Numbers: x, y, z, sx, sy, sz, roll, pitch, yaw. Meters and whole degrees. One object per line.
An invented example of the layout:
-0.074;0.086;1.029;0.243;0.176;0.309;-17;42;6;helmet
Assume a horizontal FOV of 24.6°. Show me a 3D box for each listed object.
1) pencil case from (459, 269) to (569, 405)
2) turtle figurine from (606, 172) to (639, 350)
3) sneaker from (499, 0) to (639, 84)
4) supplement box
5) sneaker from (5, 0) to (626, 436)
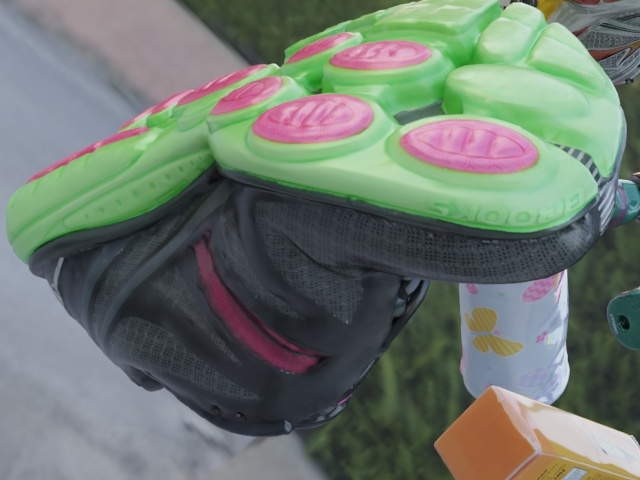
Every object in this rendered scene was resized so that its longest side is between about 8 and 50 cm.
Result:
0.203;0.057;1.504;0.113;0.124;0.273;25;-35;29;pencil case
0.263;-0.019;0.880;0.175;0.234;0.118;58;-28;28;turtle figurine
0.180;-0.146;0.868;0.092;0.088;0.225;31;-25;-29;sneaker
0.200;0.191;1.220;0.233;0.080;0.078;21;27;-45;supplement box
0.000;0.000;0.809;0.483;0.185;0.202;-9;-67;58;sneaker
